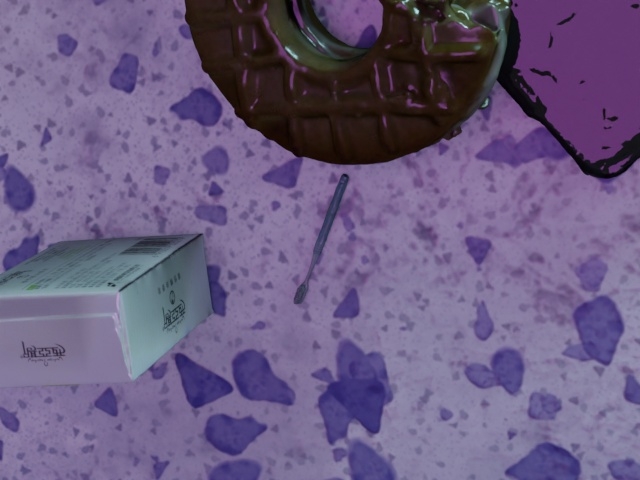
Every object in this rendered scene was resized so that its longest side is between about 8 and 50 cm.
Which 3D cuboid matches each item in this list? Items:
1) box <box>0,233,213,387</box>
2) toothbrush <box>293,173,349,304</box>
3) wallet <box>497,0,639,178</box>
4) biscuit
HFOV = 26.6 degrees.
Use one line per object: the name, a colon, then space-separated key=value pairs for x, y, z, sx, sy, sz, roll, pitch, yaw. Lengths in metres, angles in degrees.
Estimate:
box: x=-0.255 y=0.073 z=1.521 sx=0.194 sy=0.260 sz=0.111 roll=-3 pitch=105 yaw=17
toothbrush: x=0.000 y=0.000 z=1.564 sx=0.011 sy=0.014 sz=0.167 roll=26 pitch=107 yaw=18
wallet: x=0.248 y=-0.245 z=1.425 sx=0.197 sy=0.051 sz=0.377 roll=-42 pitch=88 yaw=17
biscuit: x=0.010 y=-0.221 z=1.439 sx=0.366 sy=0.115 sz=0.268 roll=36 pitch=122 yaw=11
